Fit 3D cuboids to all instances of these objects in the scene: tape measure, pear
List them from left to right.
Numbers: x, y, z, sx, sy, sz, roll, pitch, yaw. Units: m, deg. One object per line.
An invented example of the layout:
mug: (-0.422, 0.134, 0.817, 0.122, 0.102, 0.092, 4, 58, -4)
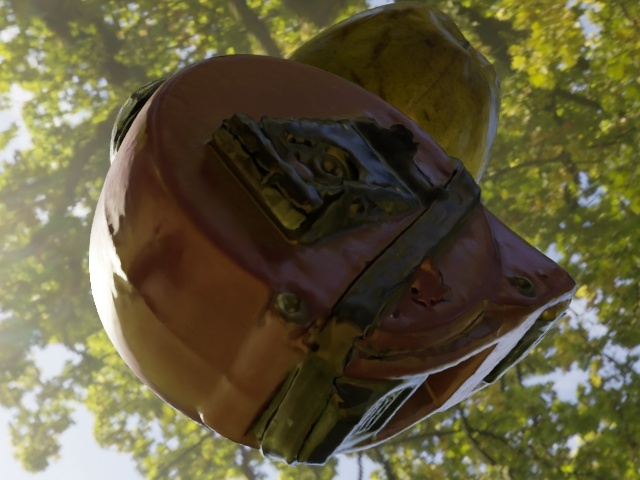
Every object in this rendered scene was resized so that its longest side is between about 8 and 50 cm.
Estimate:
tape measure: (0.000, 0.000, 0.570, 0.231, 0.245, 0.149, 50, -48, 18)
pear: (0.046, -0.087, 1.016, 0.307, 0.253, 0.253, -44, -99, 14)

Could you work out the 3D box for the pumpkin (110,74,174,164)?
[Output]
pumpkin: (-0.105, -0.032, 0.802, 0.202, 0.140, 0.201, 174, -90, -74)
